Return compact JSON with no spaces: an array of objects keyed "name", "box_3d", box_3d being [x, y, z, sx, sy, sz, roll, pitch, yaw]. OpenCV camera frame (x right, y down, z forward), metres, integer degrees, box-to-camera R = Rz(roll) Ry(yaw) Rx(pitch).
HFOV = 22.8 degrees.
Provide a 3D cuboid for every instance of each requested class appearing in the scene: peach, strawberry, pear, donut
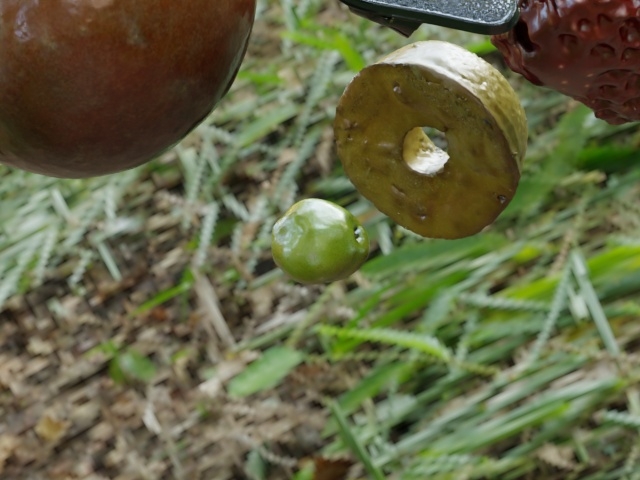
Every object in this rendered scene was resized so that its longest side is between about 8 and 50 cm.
[{"name":"peach","box_3d":[-0.176,-0.160,1.123,0.252,0.252,0.252,-23,18,8]},{"name":"strawberry","box_3d":[0.340,-0.290,1.860,0.295,0.345,0.317,-41,41,3]},{"name":"pear","box_3d":[0.000,0.000,1.561,0.097,0.092,0.092,-1,20,0]},{"name":"donut","box_3d":[0.155,-0.139,2.074,0.277,0.277,0.108,-8,30,45]}]

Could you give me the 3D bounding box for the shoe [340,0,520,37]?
[{"name":"shoe","box_3d":[0.077,-0.179,1.226,0.159,0.053,0.062,17,58,20]}]
